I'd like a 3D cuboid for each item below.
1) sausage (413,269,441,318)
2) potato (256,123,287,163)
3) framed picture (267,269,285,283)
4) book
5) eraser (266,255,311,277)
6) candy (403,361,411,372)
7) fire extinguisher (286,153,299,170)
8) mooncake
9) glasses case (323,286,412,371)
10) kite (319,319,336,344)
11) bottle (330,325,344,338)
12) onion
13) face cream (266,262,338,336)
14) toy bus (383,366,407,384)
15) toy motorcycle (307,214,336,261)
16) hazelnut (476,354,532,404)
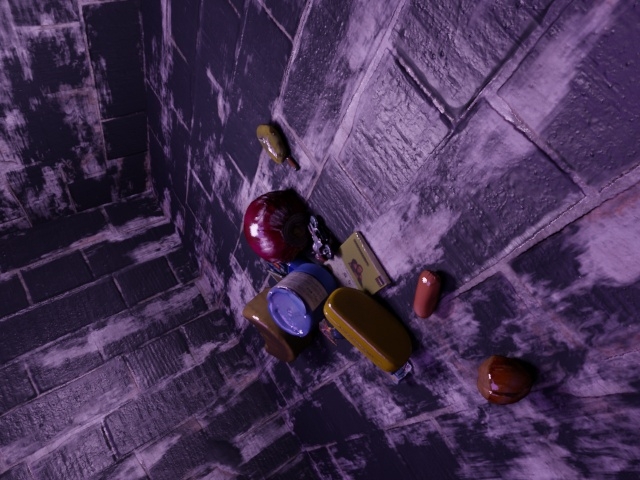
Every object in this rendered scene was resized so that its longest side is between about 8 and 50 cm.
[{"bbox_3d":[0.345,0.177,1.371,0.077,0.077,0.194,38,140,38],"label":"sausage"},{"bbox_3d":[-0.206,-0.413,1.787,0.188,0.085,0.105,59,152,0],"label":"potato"},{"bbox_3d":[-0.137,0.263,2.114,0.296,0.019,0.232,51,164,-18],"label":"framed picture"},{"bbox_3d":[0.131,0.133,1.707,0.239,0.035,0.352,59,150,12],"label":"book"},{"bbox_3d":[-0.151,0.123,2.070,0.332,0.101,0.155,35,139,41],"label":"eraser"},{"bbox_3d":[0.295,0.445,1.670,0.175,0.043,0.045,52,138,22],"label":"candy"},{"bbox_3d":[-0.117,-0.328,1.772,0.028,0.022,0.083,-46,67,18],"label":"fire extinguisher"},{"bbox_3d":[-0.227,0.454,2.257,0.393,0.246,0.394,47,152,0],"label":"mooncake"},{"bbox_3d":[0.183,0.332,1.617,0.371,0.173,0.141,41,147,14],"label":"glasses case"},{"bbox_3d":[0.030,0.445,2.115,0.190,0.010,0.159,63,149,1],"label":"kite"},{"bbox_3d":[0.118,0.392,1.875,0.082,0.072,0.244,35,150,-7],"label":"bottle"},{"bbox_3d":[-0.206,-0.044,1.874,0.281,0.260,0.337,23,124,42],"label":"onion"},{"bbox_3d":[-0.078,0.252,1.806,0.248,0.225,0.249,17,122,29],"label":"face cream"},{"bbox_3d":[0.270,0.506,1.736,0.190,0.064,0.075,40,148,35],"label":"toy bus"},{"bbox_3d":[0.001,0.000,1.774,0.213,0.082,0.122,64,148,26],"label":"toy motorcycle"},{"bbox_3d":[0.527,0.403,1.209,0.143,0.143,0.154,43,151,32],"label":"hazelnut"}]
